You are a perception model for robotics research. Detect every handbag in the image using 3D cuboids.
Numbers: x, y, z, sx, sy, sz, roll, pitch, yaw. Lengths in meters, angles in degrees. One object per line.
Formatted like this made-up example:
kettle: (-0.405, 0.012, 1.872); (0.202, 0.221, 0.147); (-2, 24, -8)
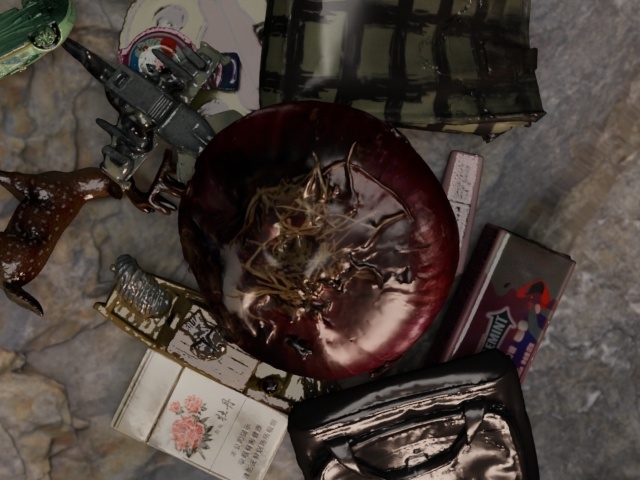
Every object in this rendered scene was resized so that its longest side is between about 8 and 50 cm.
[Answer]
handbag: (0.114, 0.256, 1.295); (0.275, 0.088, 0.244); (-14, 121, 5)
handbag: (0.103, -0.283, 1.267); (0.327, 0.162, 0.325); (3, 97, -16)

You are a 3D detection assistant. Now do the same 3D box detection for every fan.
fan: (-0.094, -0.234, 1.337); (0.335, 0.011, 0.230); (-24, 94, 0)

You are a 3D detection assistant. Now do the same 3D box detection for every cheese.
cheese: (-0.169, -0.204, 1.311); (0.145, 0.038, 0.095); (3, 93, 0)

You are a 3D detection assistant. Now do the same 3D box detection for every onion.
onion: (0.000, 0.000, 1.190); (0.313, 0.232, 0.314); (5, 109, 15)

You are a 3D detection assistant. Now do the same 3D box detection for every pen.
pen: (0.158, -0.011, 1.356); (0.053, 0.032, 0.197); (11, 91, -4)

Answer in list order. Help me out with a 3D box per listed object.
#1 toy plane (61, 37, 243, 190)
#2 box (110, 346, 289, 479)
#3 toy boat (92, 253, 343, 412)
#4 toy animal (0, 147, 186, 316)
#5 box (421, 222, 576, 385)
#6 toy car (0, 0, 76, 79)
toy plane: (-0.214, -0.170, 1.252); (0.262, 0.088, 0.192); (36, 85, 11)
box: (-0.144, 0.220, 1.354); (0.198, 0.029, 0.109); (27, 92, -5)
toy boat: (-0.115, 0.124, 1.305); (0.321, 0.121, 0.089); (29, 86, -4)
toy animal: (-0.305, -0.031, 1.282); (0.260, 0.087, 0.244); (23, 72, 2)
box: (0.211, 0.102, 1.341); (0.120, 0.069, 0.224); (22, 93, -18)
toy car: (-0.365, -0.224, 1.291); (0.186, 0.093, 0.058); (-28, 137, -3)
